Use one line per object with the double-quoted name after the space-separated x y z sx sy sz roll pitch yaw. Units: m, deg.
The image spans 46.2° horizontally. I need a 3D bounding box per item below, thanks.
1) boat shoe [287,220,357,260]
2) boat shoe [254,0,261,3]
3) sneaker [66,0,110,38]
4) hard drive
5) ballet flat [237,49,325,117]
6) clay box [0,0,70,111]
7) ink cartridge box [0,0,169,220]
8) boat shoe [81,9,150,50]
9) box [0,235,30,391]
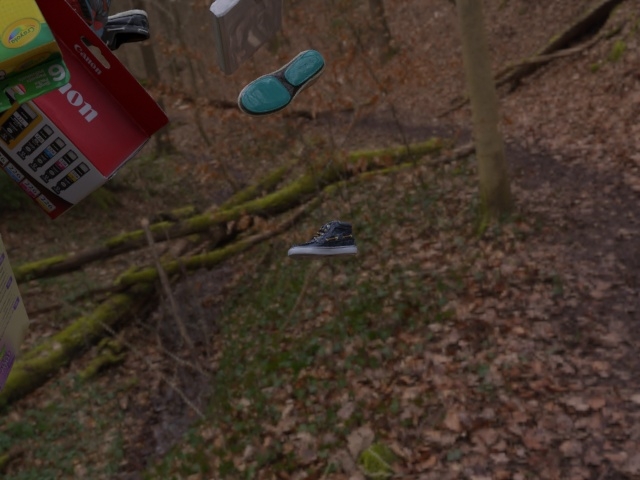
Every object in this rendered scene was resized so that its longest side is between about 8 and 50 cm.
0.000 0.000 1.805 0.183 0.083 0.065 -2 -15 -29 "boat shoe"
-0.124 -0.335 0.826 0.063 0.184 0.066 -51 14 11 "boat shoe"
-0.501 -0.519 1.587 0.104 0.125 0.262 25 -3 -11 "sneaker"
-0.168 -0.527 1.775 0.203 0.040 0.307 -45 -6 -10 "hard drive"
-0.086 -0.317 1.585 0.248 0.086 0.086 -38 29 -31 "ballet flat"
-0.372 -0.247 0.799 0.127 0.222 0.053 -28 -5 -13 "clay box"
-0.434 -0.219 1.168 0.272 0.309 0.130 -24 24 44 "ink cartridge box"
-0.567 -0.543 1.992 0.233 0.079 0.084 -14 -6 3 "boat shoe"
-0.692 0.144 1.493 0.117 0.242 0.213 -5 33 -2 "box"
